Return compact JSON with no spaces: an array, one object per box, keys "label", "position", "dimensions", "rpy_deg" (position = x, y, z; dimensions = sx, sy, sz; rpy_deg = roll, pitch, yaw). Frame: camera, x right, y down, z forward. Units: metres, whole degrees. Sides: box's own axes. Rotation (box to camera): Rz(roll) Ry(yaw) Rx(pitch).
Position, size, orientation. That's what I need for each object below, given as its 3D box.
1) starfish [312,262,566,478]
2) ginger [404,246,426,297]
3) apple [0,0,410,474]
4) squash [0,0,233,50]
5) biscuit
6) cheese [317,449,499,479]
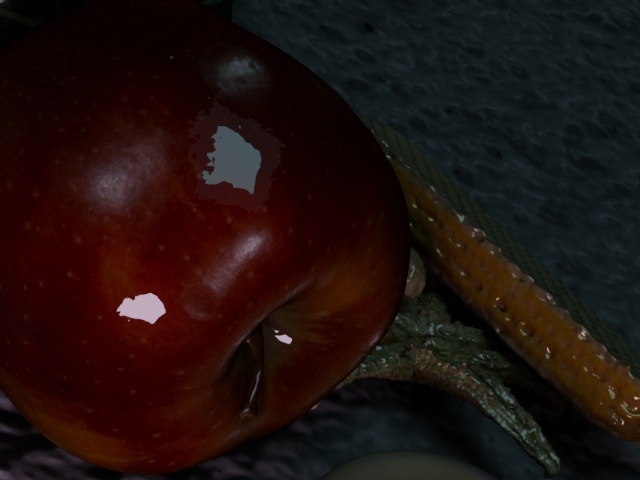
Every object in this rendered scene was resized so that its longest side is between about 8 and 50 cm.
[{"label":"starfish","position":[0.086,0.090,1.367],"dimensions":[0.231,0.048,0.295],"rpy_deg":[31,21,11]},{"label":"ginger","position":[0.002,0.000,1.421],"dimensions":[0.173,0.051,0.069],"rpy_deg":[13,6,12]},{"label":"apple","position":[-0.096,-0.010,1.195],"dimensions":[0.288,0.288,0.317],"rpy_deg":[-3,35,-38]},{"label":"squash","position":[-0.186,-0.189,1.388],"dimensions":[0.252,0.252,0.165],"rpy_deg":[5,40,-31]},{"label":"biscuit","position":[0.132,0.022,1.463],"dimensions":[0.379,0.054,0.094],"rpy_deg":[45,14,31]},{"label":"cheese","position":[0.028,0.211,1.138],"dimensions":[0.163,0.082,0.286],"rpy_deg":[42,32,28]}]
